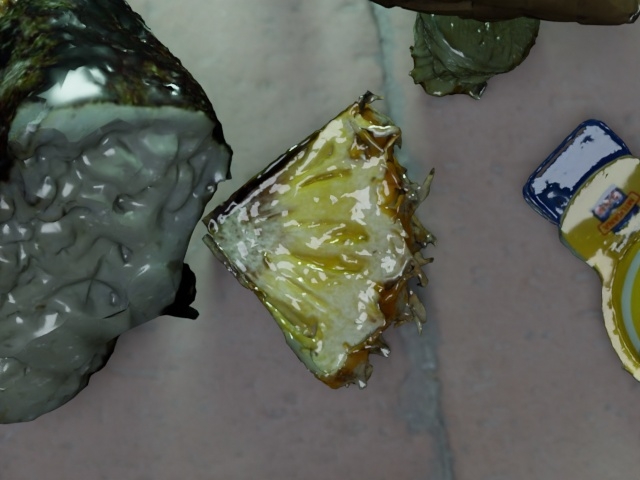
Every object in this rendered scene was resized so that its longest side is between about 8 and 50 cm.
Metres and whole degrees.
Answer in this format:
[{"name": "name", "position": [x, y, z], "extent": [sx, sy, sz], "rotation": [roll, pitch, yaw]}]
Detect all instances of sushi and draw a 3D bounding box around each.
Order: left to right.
[{"name": "sushi", "position": [-0.207, -0.024, 1.376], "extent": [0.348, 0.234, 0.207], "rotation": [-56, 45, 23]}]

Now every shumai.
[{"name": "shumai", "position": [0.111, -0.161, 1.397], "extent": [0.099, 0.124, 0.087], "rotation": [28, 140, -8]}]

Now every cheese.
[{"name": "cheese", "position": [0.281, 0.022, 1.399], "extent": [0.270, 0.069, 0.177], "rotation": [42, 99, 0]}]

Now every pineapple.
[{"name": "pineapple", "position": [0.000, 0.000, 1.420], "extent": [0.186, 0.114, 0.236], "rotation": [2, 87, 6]}]

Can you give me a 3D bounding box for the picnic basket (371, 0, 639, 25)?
[{"name": "picnic basket", "position": [0.077, -0.310, 1.285], "extent": [0.337, 0.337, 0.293], "rotation": [22, 87, 3]}]
